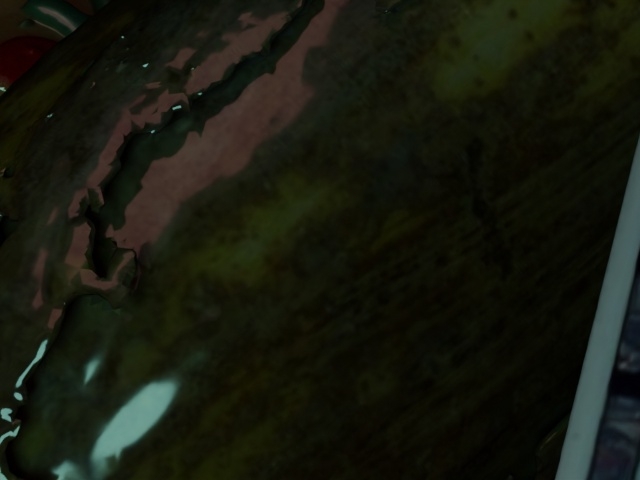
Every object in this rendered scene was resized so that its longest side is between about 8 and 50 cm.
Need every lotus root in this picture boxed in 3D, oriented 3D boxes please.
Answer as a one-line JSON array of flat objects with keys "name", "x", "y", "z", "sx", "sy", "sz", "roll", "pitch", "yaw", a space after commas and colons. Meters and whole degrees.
[{"name": "lotus root", "x": 0.000, "y": 0.000, "z": 0.563, "sx": 0.397, "sy": 0.196, "sz": 0.179, "roll": -43, "pitch": 16, "yaw": -12}]

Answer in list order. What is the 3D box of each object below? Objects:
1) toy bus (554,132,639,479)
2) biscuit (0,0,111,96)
[{"name": "toy bus", "x": 0.156, "y": -0.038, "z": 0.464, "sx": 0.131, "sy": 0.106, "sz": 0.297, "roll": 6, "pitch": 79, "yaw": 57}, {"name": "biscuit", "x": -0.086, "y": -0.086, "z": 0.738, "sx": 0.301, "sy": 0.049, "sz": 0.197, "roll": 34, "pitch": 33, "yaw": 23}]
